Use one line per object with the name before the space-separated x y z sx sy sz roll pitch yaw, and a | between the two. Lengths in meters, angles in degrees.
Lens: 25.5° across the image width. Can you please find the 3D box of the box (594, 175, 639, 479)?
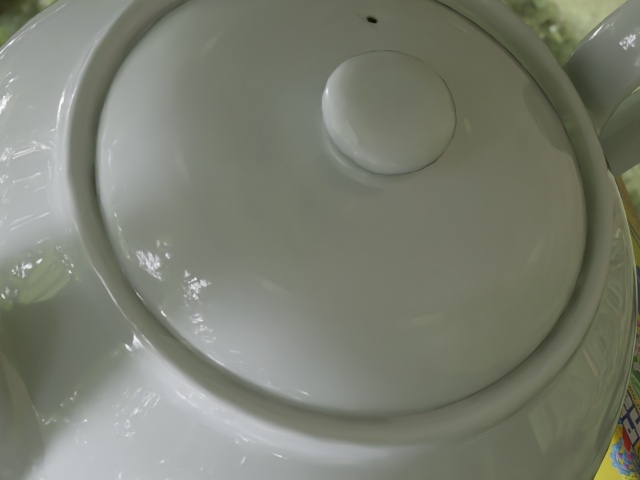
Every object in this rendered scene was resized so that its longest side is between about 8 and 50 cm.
box | 0.165 0.090 1.103 0.279 0.177 0.289 -26 -87 -63

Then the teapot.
teapot | 0.000 0.000 0.424 0.253 0.187 0.256 21 -119 -8
